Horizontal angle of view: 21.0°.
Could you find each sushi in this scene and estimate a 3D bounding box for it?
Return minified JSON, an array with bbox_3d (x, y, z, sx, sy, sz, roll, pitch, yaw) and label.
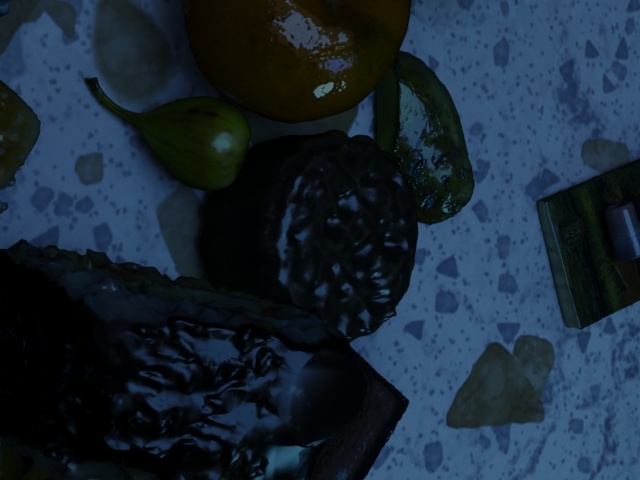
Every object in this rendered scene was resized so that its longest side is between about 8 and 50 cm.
[{"bbox_3d":[-0.165,0.166,1.502,0.328,0.328,0.285,13,93,-37],"label":"sushi"}]

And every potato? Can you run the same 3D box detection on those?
[{"bbox_3d":[0.115,-0.113,1.864,0.119,0.054,0.198,-15,99,-32],"label":"potato"}]

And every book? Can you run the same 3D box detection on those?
[{"bbox_3d":[0.360,-0.005,2.058,0.228,0.024,0.160,-21,100,-33],"label":"book"}]

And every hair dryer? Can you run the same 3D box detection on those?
[{"bbox_3d":[0.383,-0.023,2.042,0.114,0.037,0.063,-23,99,-41],"label":"hair dryer"}]

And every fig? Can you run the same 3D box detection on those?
[{"bbox_3d":[-0.143,-0.116,1.678,0.166,0.093,0.093,32,67,9],"label":"fig"}]

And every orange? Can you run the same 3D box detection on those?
[{"bbox_3d":[-0.026,-0.229,1.689,0.240,0.171,0.240,6,76,-26],"label":"orange"}]

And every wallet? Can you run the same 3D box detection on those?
[{"bbox_3d":[-0.008,0.230,1.788,0.124,0.025,0.244,44,67,-27],"label":"wallet"}]

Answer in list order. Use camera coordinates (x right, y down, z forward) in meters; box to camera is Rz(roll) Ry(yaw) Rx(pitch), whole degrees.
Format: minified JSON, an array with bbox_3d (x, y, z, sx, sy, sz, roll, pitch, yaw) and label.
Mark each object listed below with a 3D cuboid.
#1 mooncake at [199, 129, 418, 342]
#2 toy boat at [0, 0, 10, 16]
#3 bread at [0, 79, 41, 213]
[{"bbox_3d":[0.000,0.000,1.737,0.228,0.124,0.228,1,89,-37],"label":"mooncake"},{"bbox_3d":[-0.364,-0.267,1.454,0.331,0.145,0.133,5,73,-41],"label":"toy boat"},{"bbox_3d":[-0.367,-0.081,1.428,0.246,0.195,0.176,40,64,-29],"label":"bread"}]
